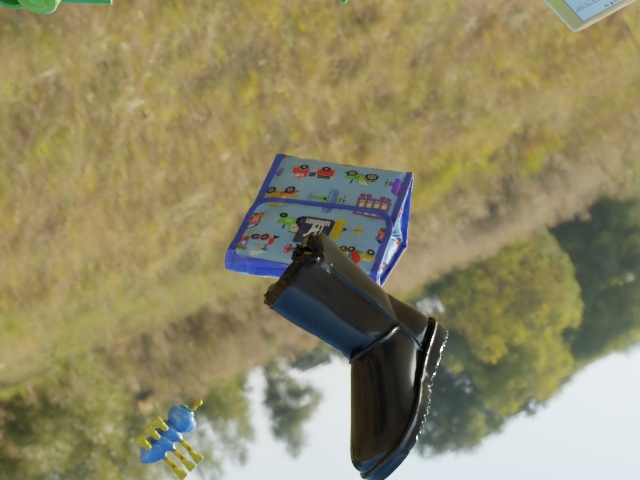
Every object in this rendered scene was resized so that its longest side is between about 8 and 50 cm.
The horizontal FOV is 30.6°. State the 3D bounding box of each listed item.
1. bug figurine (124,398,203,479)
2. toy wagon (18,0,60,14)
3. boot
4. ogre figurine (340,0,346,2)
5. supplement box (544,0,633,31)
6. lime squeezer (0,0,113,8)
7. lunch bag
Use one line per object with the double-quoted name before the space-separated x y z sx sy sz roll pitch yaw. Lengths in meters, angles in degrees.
"bug figurine" -0.172 0.346 1.518 0.216 0.279 0.072 -44 -155 -9
"toy wagon" -0.275 -0.380 1.390 0.344 0.068 0.267 -7 -135 32
"boot" 0.022 0.122 1.275 0.094 0.207 0.246 -46 -167 42
"ogre figurine" 0.035 -0.420 1.713 0.118 0.096 0.197 -55 -169 14
"supplement box" 0.290 -0.419 1.345 0.194 0.195 0.356 -25 157 24
"lime squeezer" -0.439 -0.369 1.655 0.110 0.310 0.059 -31 142 -46
"lunch bag" 0.000 0.000 1.724 0.220 0.138 0.293 9 -151 11
